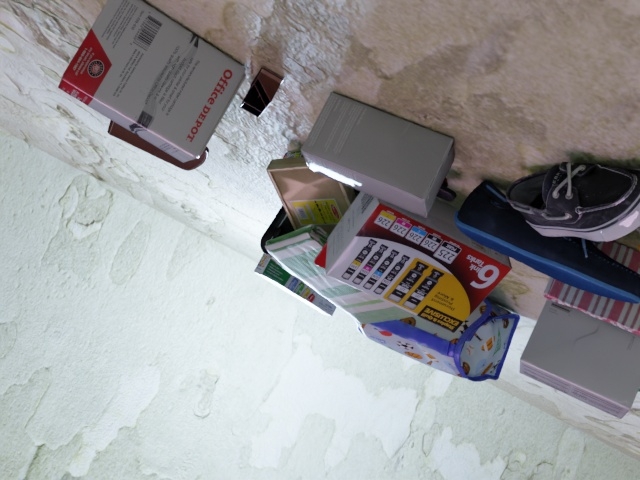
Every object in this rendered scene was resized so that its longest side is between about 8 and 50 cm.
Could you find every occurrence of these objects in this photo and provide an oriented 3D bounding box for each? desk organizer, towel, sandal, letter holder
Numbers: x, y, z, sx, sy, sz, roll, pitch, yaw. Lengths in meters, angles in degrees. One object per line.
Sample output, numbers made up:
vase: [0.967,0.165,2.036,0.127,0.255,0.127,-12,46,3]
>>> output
desk organizer: [-0.110,-0.272,1.603,0.047,0.050,0.130,29,169,-10]
towel: [0.506,0.074,1.509,0.197,0.144,0.029,23,163,17]
sandal: [0.209,-0.115,1.638,0.067,0.040,0.179,36,-178,-20]
letter holder: [-0.315,-0.270,1.842,0.214,0.152,0.302,27,169,-13]
towel: [0.043,0.083,1.971,0.325,0.038,0.248,37,155,-19]

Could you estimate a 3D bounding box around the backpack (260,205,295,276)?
backpack: [0.000,0.000,2.136,0.253,0.225,0.191,33,177,-12]

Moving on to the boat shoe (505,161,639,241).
boat shoe: [0.378,-0.070,1.281,0.102,0.108,0.301,33,171,-15]

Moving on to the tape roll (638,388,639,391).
tape roll: [0.759,0.291,2.094,0.321,0.077,0.321,26,170,5]

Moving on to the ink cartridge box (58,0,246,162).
ink cartridge box: [-0.303,-0.293,1.573,0.273,0.197,0.114,31,170,-17]

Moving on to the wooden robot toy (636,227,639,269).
wooden robot toy: [0.534,0.022,1.378,0.173,0.079,0.076,31,169,-21]

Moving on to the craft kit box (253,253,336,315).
craft kit box: [-0.015,0.035,2.282,0.250,0.246,0.061,33,166,-29]

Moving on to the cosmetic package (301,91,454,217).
cosmetic package: [0.101,-0.148,1.494,0.238,0.127,0.107,26,169,14]

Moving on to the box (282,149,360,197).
box: [0.018,-0.137,1.963,0.207,0.036,0.114,31,168,-21]

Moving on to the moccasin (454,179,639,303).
moccasin: [0.394,-0.007,1.467,0.342,0.116,0.138,27,175,19]

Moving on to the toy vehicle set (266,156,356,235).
toy vehicle set: [0.003,-0.072,1.914,0.166,0.035,0.267,-1,133,27]

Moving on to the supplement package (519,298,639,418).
supplement package: [0.506,0.156,1.576,0.204,0.261,0.145,24,168,19]

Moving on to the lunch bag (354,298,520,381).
lunch bag: [0.310,0.226,2.319,0.328,0.238,0.385,20,-173,31]

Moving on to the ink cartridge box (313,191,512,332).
ink cartridge box: [0.176,0.049,1.755,0.309,0.272,0.130,25,-146,-15]
